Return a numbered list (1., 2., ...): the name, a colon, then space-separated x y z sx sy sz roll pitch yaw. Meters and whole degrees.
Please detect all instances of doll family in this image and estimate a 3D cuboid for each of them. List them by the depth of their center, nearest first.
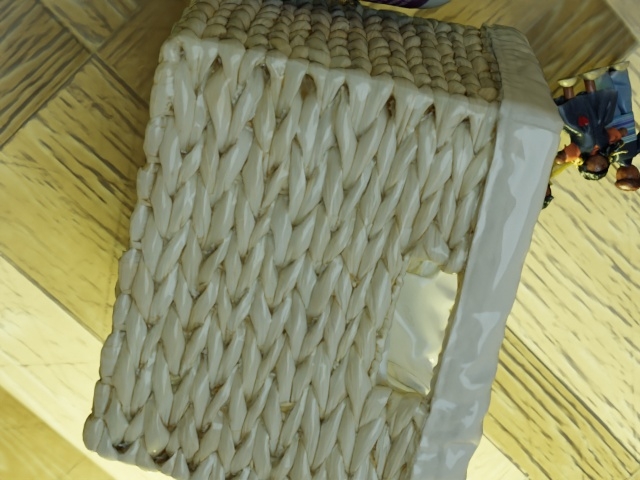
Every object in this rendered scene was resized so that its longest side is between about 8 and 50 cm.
1. doll family: 0.206 -0.080 1.437 0.193 0.076 0.111 -15 95 -7

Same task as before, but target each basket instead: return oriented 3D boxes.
1. basket: 0.000 0.000 1.236 0.266 0.331 0.328 13 107 -3

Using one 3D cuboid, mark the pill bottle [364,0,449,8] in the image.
1. pill bottle: 0.029 -0.261 1.259 0.301 0.169 0.169 6 108 -20
